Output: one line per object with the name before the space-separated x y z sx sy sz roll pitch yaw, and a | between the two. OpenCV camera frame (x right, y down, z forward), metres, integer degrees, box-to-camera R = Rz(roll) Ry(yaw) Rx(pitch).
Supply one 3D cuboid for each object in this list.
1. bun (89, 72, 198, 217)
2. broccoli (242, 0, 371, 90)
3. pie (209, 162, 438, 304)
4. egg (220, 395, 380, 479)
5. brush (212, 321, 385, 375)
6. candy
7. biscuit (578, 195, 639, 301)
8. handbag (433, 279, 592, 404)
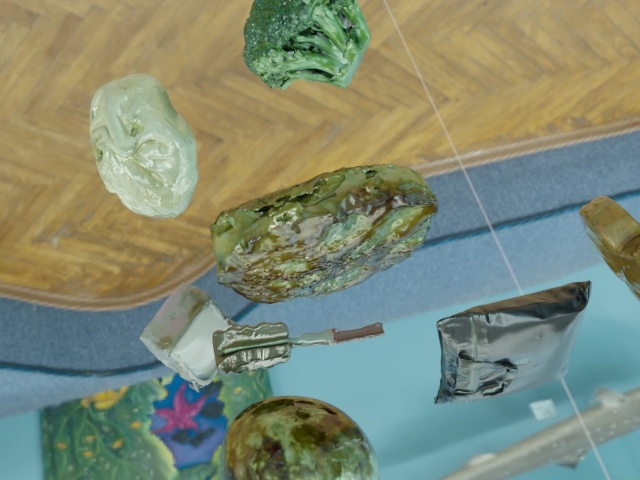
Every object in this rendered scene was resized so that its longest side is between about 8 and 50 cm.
bun | -0.287 -0.143 1.140 0.145 0.229 0.229 -15 153 -41
broccoli | -0.027 -0.407 1.433 0.245 0.265 0.294 29 137 -6
pie | 0.000 0.000 0.956 0.288 0.103 0.355 -16 161 -6
egg | -0.043 0.365 1.168 0.238 0.289 0.238 -24 123 -42
brush | -0.036 0.177 1.279 0.301 0.084 0.071 -8 144 -7
candy | -0.297 0.224 1.715 0.137 0.195 0.185 12 149 40
biscuit | 0.390 0.101 0.730 0.051 0.376 0.269 -42 144 11
handbag | 0.258 0.152 1.018 0.211 0.089 0.254 -15 143 -1
